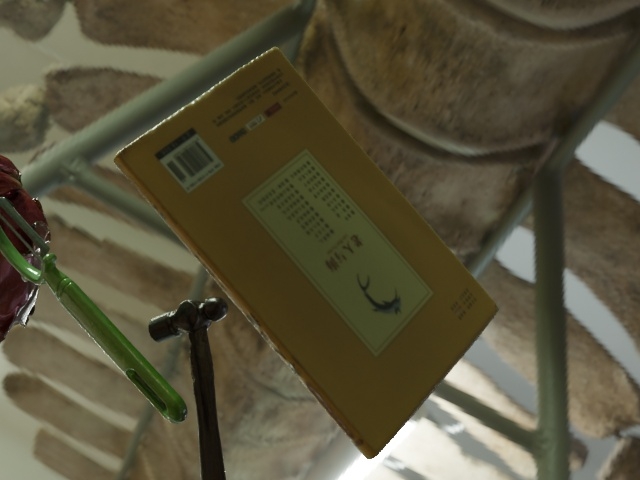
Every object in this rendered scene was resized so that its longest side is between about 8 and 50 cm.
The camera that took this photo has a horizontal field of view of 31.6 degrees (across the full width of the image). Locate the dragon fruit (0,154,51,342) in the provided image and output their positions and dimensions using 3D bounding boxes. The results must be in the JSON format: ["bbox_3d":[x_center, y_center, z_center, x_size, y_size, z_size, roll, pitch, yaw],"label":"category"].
[{"bbox_3d":[-0.479,0.029,1.510,0.250,0.315,0.250,28,4,-2],"label":"dragon fruit"}]

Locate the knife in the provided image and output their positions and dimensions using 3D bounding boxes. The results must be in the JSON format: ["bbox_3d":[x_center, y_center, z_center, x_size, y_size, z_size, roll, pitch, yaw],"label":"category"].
[{"bbox_3d":[-0.165,0.052,0.777,0.212,0.015,0.054,44,-42,16],"label":"knife"}]

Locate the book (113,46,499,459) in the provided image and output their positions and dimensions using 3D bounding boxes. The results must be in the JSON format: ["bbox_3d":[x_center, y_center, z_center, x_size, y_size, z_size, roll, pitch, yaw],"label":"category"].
[{"bbox_3d":[0.000,0.000,1.166,0.389,0.269,0.032,51,-41,-1],"label":"book"}]

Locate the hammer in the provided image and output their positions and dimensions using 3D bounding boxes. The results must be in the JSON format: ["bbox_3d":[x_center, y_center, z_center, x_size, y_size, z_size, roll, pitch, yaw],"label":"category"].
[{"bbox_3d":[-0.083,0.129,0.797,0.065,0.178,0.021,-16,-15,28],"label":"hammer"}]
